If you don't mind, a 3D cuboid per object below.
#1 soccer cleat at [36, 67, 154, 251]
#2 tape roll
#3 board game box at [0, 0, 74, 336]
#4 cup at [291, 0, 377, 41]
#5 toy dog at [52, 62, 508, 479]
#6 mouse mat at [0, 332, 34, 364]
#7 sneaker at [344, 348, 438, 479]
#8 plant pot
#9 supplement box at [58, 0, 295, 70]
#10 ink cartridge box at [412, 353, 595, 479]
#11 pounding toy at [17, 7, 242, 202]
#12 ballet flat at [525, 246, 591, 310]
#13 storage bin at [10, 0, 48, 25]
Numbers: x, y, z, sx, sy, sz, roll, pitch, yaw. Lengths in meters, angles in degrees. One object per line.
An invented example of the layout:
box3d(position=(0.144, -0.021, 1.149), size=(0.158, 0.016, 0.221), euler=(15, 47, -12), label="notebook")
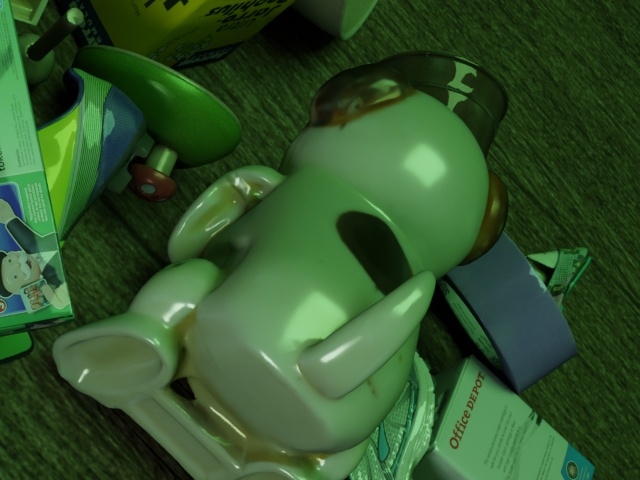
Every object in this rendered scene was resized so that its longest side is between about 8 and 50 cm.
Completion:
box3d(position=(-0.269, -0.029, 1.603), size=(0.121, 0.093, 0.289), euler=(41, 70, -15), label="soccer cleat")
box3d(position=(0.194, 0.070, 1.953), size=(0.080, 0.189, 0.189), euler=(-34, 91, -4), label="tape roll")
box3d(position=(-0.346, -0.066, 1.522), size=(0.213, 0.046, 0.317), euler=(-10, 81, -14), label="board game box")
box3d(position=(-0.007, -0.425, 2.020), size=(0.237, 0.331, 0.331), euler=(27, 44, 6), label="cup")
box3d(position=(0.000, 0.015, 1.673), size=(0.284, 0.395, 0.408), euler=(40, 52, -5), label="toy dog")
box3d(position=(-0.351, 0.035, 1.605), size=(0.152, 0.007, 0.190), euler=(-18, 77, -47), label="mouse mat")
box3d(position=(0.040, 0.207, 1.788), size=(0.122, 0.110, 0.283), euler=(23, 51, -27), label="sneaker")
box3d(position=(0.121, -0.101, 2.023), size=(0.167, 0.167, 0.165), euler=(29, 55, -27), label="plant pot")
box3d(position=(-0.101, -0.333, 1.803), size=(0.195, 0.356, 0.194), euler=(-20, 79, -47), label="supplement box")
box3d(position=(0.184, 0.246, 1.911), size=(0.203, 0.086, 0.148), euler=(42, 43, -14), label="ink cartridge box")
box3d(position=(-0.201, -0.111, 1.742), size=(0.237, 0.183, 0.110), euler=(32, 73, -25), label="pounding toy")
box3d(position=(0.258, 0.065, 2.113), size=(0.079, 0.077, 0.221), euler=(31, 45, 1), label="ballet flat")
box3d(position=(-0.341, -0.376, 1.664), size=(0.260, 0.262, 0.123), euler=(16, 23, -36), label="storage bin")
